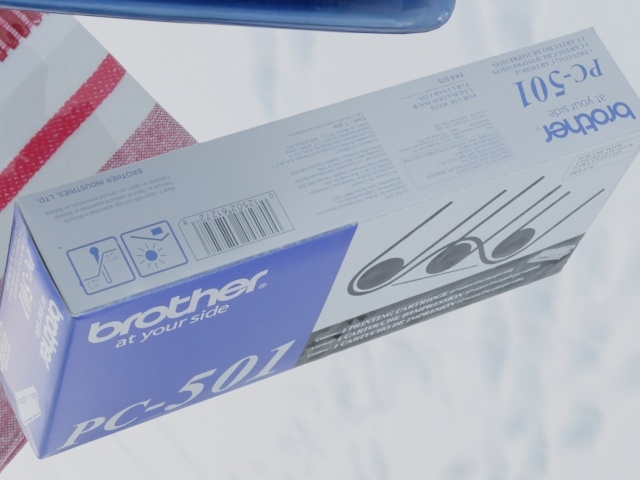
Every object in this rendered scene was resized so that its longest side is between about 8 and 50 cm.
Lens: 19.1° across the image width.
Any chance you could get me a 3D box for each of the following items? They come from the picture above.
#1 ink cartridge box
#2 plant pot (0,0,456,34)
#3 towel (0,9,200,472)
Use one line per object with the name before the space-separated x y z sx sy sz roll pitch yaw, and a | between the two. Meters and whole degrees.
ink cartridge box | 0.000 0.000 0.617 0.046 0.207 0.097 61 154 23
plant pot | -0.054 -0.171 0.434 0.212 0.236 0.236 119 154 -75
towel | -0.215 -0.052 0.853 0.329 0.237 0.037 46 160 -20
